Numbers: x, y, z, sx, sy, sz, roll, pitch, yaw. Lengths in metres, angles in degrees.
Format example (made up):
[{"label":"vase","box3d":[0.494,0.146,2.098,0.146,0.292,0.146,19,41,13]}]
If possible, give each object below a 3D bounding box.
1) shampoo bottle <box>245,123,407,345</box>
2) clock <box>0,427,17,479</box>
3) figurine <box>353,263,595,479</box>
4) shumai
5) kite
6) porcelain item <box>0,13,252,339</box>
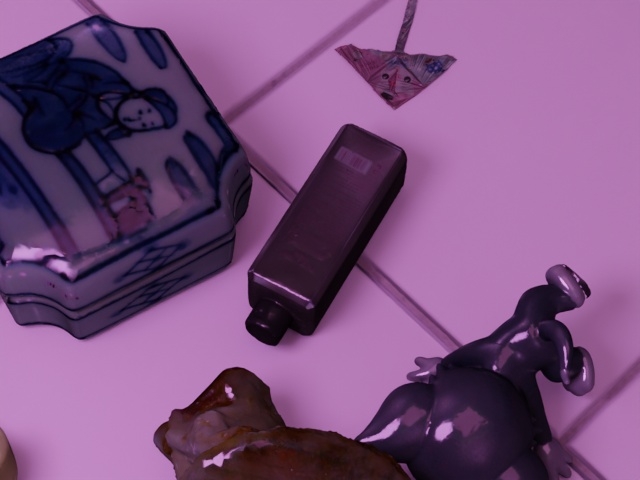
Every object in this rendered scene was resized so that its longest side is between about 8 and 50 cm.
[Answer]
[{"label":"shampoo bottle","box3d":[0.000,0.000,1.744,0.080,0.079,0.246,27,64,12]},{"label":"clock","box3d":[-0.460,0.206,1.606,0.308,0.096,0.235,34,66,15]},{"label":"figurine","box3d":[0.186,0.154,1.643,0.193,0.140,0.265,43,91,-1]},{"label":"shumai","box3d":[-0.028,0.251,1.595,0.222,0.203,0.271,-32,105,-2]},{"label":"kite","box3d":[0.084,-0.211,1.902,0.137,0.005,0.152,5,61,-1]},{"label":"porcelain item","box3d":[-0.233,-0.068,1.728,0.286,0.157,0.281,-26,68,-15]}]
